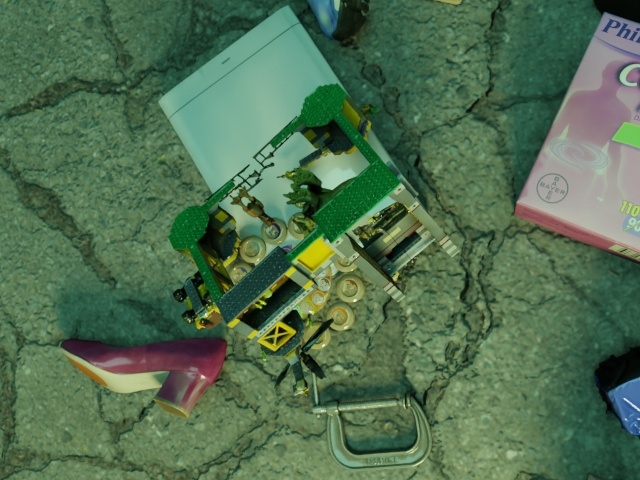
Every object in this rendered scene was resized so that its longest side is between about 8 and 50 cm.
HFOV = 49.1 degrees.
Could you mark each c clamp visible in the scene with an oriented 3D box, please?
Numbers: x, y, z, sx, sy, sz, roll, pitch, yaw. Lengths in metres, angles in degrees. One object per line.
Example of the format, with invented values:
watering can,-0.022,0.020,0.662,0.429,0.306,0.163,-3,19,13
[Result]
c clamp,0.065,0.235,0.919,0.161,0.022,0.137,-3,84,14

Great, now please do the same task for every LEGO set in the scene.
LEGO set,0.000,0.000,0.846,0.331,0.192,0.255,-47,48,2

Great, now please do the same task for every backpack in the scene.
backpack,0.370,0.176,0.801,0.098,0.120,0.101,-21,90,9

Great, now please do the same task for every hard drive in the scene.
hard drive,-0.044,-0.115,0.964,0.233,0.047,0.353,-34,79,9

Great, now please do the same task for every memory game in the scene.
memory game,-0.033,0.054,0.916,0.186,0.012,0.186,-1,85,14

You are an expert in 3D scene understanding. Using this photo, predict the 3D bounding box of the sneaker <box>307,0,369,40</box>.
sneaker,-0.049,-0.398,0.963,0.147,0.130,0.330,-33,71,18

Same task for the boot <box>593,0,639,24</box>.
boot,0.493,-0.368,0.818,0.264,0.096,0.280,18,72,53

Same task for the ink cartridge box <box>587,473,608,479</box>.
ink cartridge box,0.392,0.385,0.750,0.233,0.171,0.168,16,89,15

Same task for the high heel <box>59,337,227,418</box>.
high heel,-0.253,0.157,0.991,0.244,0.082,0.117,13,56,28

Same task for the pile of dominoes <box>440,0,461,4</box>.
pile of dominoes,0.190,-0.448,0.952,0.196,0.040,0.251,17,81,15

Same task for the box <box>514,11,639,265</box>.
box,0.378,-0.104,0.823,0.214,0.117,0.243,25,91,15
